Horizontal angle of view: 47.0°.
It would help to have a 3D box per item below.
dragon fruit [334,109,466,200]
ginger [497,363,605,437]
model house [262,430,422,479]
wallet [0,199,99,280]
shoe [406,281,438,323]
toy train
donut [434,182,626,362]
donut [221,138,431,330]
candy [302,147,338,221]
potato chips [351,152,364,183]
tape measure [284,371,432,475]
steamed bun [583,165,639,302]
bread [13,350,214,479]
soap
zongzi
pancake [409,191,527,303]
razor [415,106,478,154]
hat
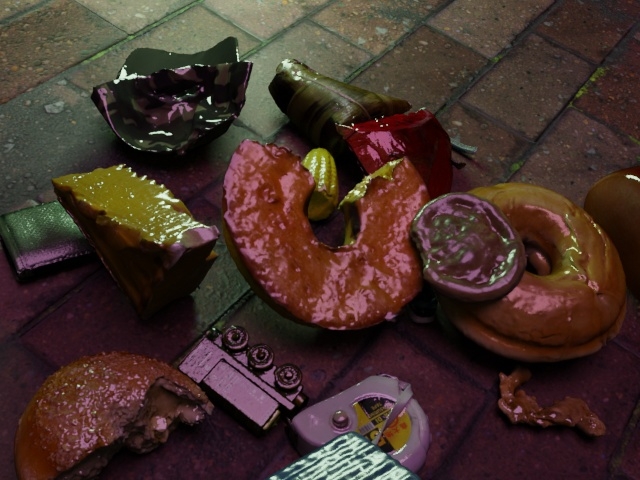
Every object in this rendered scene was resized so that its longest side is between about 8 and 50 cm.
[{"bbox_3d":[0.224,-0.190,1.707,0.344,0.100,0.282,-20,84,-42],"label":"dragon fruit"},{"bbox_3d":[0.427,0.320,1.407,0.176,0.052,0.193,-18,49,-26],"label":"ginger"},{"bbox_3d":[0.011,0.463,0.971,0.335,0.382,0.342,-23,61,-29],"label":"model house"},{"bbox_3d":[-0.507,-0.015,1.466,0.236,0.055,0.160,-18,61,-30],"label":"wallet"},{"bbox_3d":[0.203,0.101,1.522,0.064,0.071,0.142,0,48,-13],"label":"shoe"},{"bbox_3d":[-0.135,0.251,1.312,0.226,0.090,0.137,34,59,15],"label":"toy train"},{"bbox_3d":[0.420,0.058,1.528,0.449,0.198,0.448,5,50,-6],"label":"donut"},{"bbox_3d":[0.000,0.000,1.447,0.436,0.163,0.377,11,70,-16],"label":"donut"},{"bbox_3d":[-0.009,-0.140,1.659,0.106,0.094,0.198,-17,41,21],"label":"candy"},{"bbox_3d":[0.132,-0.167,1.763,0.142,0.026,0.209,-28,64,-35],"label":"potato chips"},{"bbox_3d":[0.088,0.337,1.264,0.236,0.120,0.197,-23,53,-23],"label":"tape measure"},{"bbox_3d":[0.789,-0.026,1.648,0.235,0.248,0.379,-10,53,-21],"label":"steamed bun"},{"bbox_3d":[-0.347,0.269,1.190,0.314,0.171,0.192,-22,63,-29],"label":"bread"},{"bbox_3d":[-0.342,-0.061,1.334,0.169,0.304,0.338,-30,78,-34],"label":"soap"},{"bbox_3d":[0.051,-0.356,1.820,0.288,0.134,0.286,-33,70,-30],"label":"zongzi"},{"bbox_3d":[0.280,0.007,1.398,0.223,0.042,0.236,6,59,6],"label":"pancake"},{"bbox_3d":[0.313,-0.270,1.881,0.191,0.037,0.068,37,48,15],"label":"razor"},{"bbox_3d":[-0.322,-0.346,1.753,0.367,0.257,0.381,-5,14,3],"label":"hat"}]
